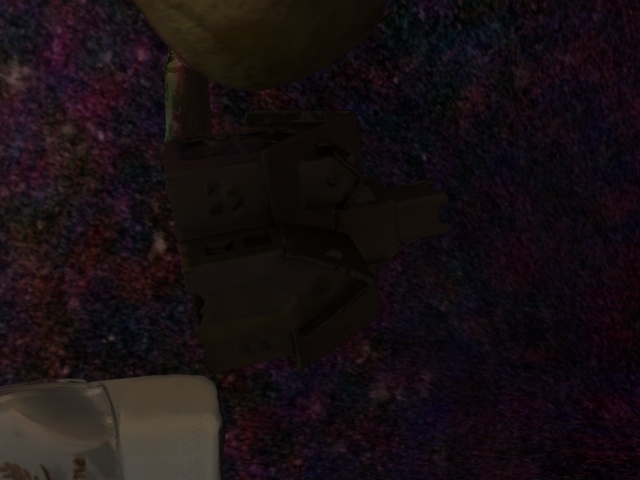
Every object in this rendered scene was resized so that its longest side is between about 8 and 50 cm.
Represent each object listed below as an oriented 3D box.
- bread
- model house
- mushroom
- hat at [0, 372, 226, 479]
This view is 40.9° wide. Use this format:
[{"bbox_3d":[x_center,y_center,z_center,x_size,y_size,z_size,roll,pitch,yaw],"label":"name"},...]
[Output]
[{"bbox_3d":[-0.145,-0.121,0.972,0.033,0.228,0.229,1,75,0],"label":"bread"},{"bbox_3d":[0.000,0.000,0.758,0.243,0.212,0.204,-11,25,-7],"label":"model house"},{"bbox_3d":[0.003,-0.251,0.711,0.211,0.218,0.292,-9,31,36],"label":"mushroom"},{"bbox_3d":[-0.210,0.232,0.738,0.301,0.168,0.258,-17,74,29],"label":"hat"}]
